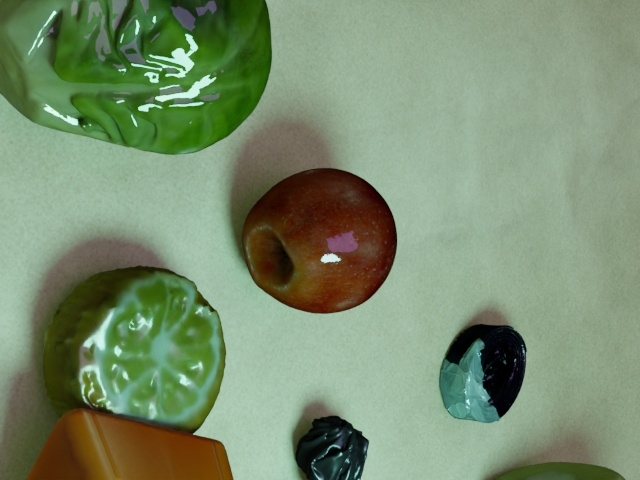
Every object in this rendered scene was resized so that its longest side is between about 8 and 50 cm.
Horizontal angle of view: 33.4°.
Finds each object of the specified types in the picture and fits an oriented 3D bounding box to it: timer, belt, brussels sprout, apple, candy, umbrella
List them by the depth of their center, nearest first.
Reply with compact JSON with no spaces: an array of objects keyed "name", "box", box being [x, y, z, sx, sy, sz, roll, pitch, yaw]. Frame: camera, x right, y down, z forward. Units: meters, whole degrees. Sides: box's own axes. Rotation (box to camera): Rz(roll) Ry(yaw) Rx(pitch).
[{"name":"timer","box":[-0.258,0.371,1.345,0.257,0.161,0.250,22,116,-39]},{"name":"brussels sprout","box":[-0.243,-0.259,1.355,0.354,0.281,0.289,-19,126,-23]},{"name":"candy","box":[-0.242,0.159,1.425,0.259,0.118,0.260,-1,92,-40]},{"name":"apple","box":[0.000,0.000,1.585,0.201,0.218,0.218,-23,102,-43]},{"name":"umbrella","box":[0.017,0.442,1.658,0.118,0.118,0.340,-4,99,-42]},{"name":"belt","box":[0.294,0.239,1.922,0.151,0.078,0.198,52,57,-28]}]

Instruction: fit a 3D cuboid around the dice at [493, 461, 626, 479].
[{"name":"dice","box":[0.432,0.539,1.915,0.226,0.238,0.233,-12,96,-40]}]
